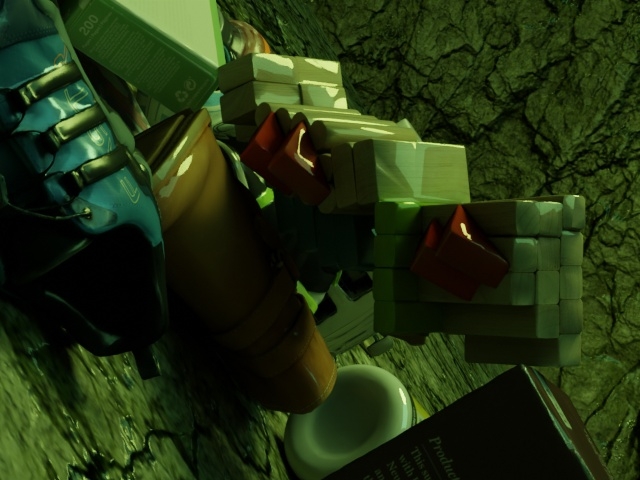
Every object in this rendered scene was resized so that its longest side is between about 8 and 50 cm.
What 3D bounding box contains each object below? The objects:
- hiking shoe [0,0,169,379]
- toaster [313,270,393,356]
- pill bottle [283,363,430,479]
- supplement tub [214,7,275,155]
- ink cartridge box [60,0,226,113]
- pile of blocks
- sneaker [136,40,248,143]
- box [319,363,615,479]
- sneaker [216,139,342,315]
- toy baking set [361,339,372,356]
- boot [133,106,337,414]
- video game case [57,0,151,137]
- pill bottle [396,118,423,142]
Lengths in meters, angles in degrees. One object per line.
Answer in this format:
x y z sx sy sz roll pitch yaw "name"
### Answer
-0.151 -0.050 0.811 0.304 0.113 0.132 48 12 -53 "hiking shoe"
0.000 0.000 1.509 0.227 0.129 0.146 57 10 -4 "toaster"
0.055 0.179 1.258 0.184 0.103 0.103 51 11 -45 "pill bottle"
-0.080 -0.147 1.646 0.198 0.106 0.106 51 11 -46 "supplement tub"
-0.179 -0.204 1.253 0.235 0.056 0.171 33 21 -22 "ink cartridge box"
0.019 -0.017 1.102 0.113 0.149 0.362 2 23 -39 "pile of blocks"
-0.083 -0.134 1.466 0.085 0.086 0.237 32 16 16 "sneaker"
0.097 0.207 1.051 0.168 0.203 0.167 62 9 19 "box"
-0.041 -0.024 1.345 0.084 0.097 0.234 34 -18 34 "sneaker"
-0.005 0.006 1.804 0.256 0.030 0.197 61 8 14 "toy baking set"
-0.072 0.029 1.115 0.220 0.109 0.283 61 0 -7 "boot"
-0.196 -0.151 1.240 0.183 0.023 0.201 60 8 12 "video game case"
0.028 -0.040 1.633 0.108 0.180 0.108 57 8 -12 "pill bottle"
